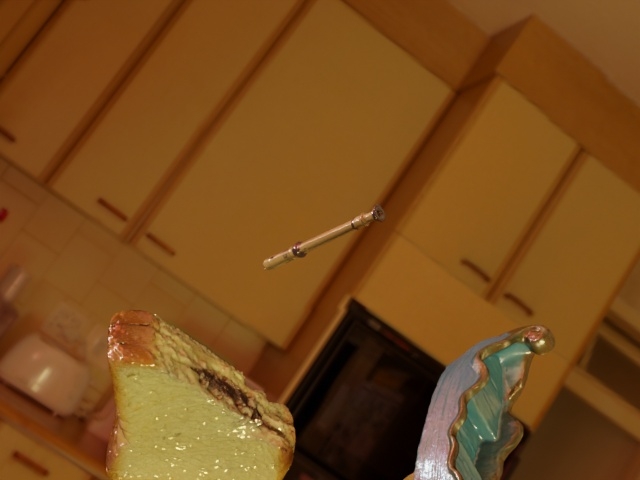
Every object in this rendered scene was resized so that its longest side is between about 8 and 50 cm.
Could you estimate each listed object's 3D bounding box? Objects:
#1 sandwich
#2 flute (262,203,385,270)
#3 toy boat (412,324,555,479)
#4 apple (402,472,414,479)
[{"bbox_3d":[-0.152,0.214,1.166,0.254,0.100,0.288,5,-47,-5],"label":"sandwich"},{"bbox_3d":[0.000,0.000,1.311,0.233,0.027,0.027,-25,-53,38],"label":"flute"},{"bbox_3d":[0.127,0.133,0.665,0.077,0.185,0.075,-13,-60,30],"label":"toy boat"},{"bbox_3d":[0.221,0.476,1.613,0.174,0.188,0.207,64,-12,2],"label":"apple"}]
